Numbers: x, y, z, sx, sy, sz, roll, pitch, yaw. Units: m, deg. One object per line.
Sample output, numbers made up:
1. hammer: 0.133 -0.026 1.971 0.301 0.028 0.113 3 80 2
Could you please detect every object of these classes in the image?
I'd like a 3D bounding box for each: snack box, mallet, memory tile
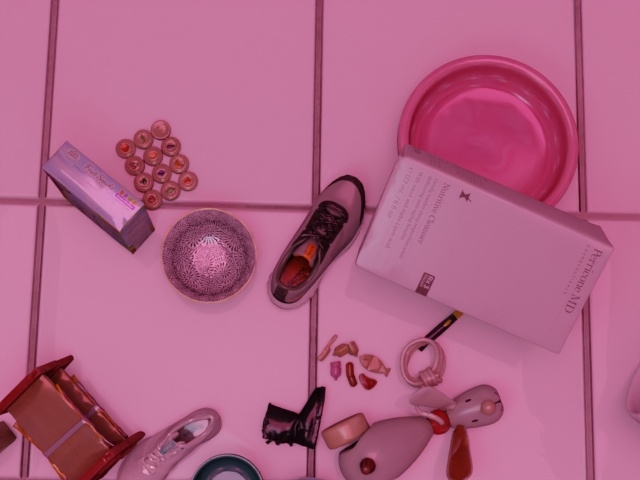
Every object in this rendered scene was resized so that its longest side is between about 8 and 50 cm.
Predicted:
1. snack box: -0.380 -0.070 1.908 0.174 0.207 0.070 39 80 4
2. mallet: 0.255 0.140 1.991 0.062 0.039 0.190 42 85 3
3. memory tile: -0.301 -0.139 2.023 0.113 0.012 0.148 -27 82 -8

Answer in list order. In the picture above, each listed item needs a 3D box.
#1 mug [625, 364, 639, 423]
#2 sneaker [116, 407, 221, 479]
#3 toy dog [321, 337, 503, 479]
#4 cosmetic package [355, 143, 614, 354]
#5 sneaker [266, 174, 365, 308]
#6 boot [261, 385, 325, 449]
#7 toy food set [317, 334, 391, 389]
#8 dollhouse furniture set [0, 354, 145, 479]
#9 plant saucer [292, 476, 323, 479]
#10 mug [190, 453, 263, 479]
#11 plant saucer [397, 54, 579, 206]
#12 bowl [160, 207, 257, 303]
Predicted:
1. mug: 0.757 0.261 1.894 0.328 0.276 0.374 39 50 -1
2. sneaker: -0.265 0.359 1.891 0.212 0.094 0.080 -39 85 -9
3. toy dog: 0.159 0.334 1.878 0.333 0.161 0.220 -44 92 -8
4. cosmetic package: 0.275 0.011 1.881 0.385 0.156 0.217 22 104 2
5. sneaker: 0.000 0.000 1.965 0.100 0.108 0.271 30 78 5
6. boot: -0.047 0.308 1.940 0.099 0.045 0.121 11 77 5
7. toy food set: 0.057 0.226 1.971 0.122 0.019 0.078 37 80 -4
8. dollhouse furniture set: -0.513 0.393 1.868 0.374 0.152 0.201 -43 85 8
9. plant saucer: -0.044 0.494 1.876 0.195 0.037 0.195 -5 100 -33
10. mug: -0.168 0.441 1.879 0.129 0.097 0.158 38 81 4
11. plant saucer: 0.303 -0.172 2.024 0.332 0.084 0.332 1 79 -3
12. bowl: -0.197 0.033 1.962 0.170 0.080 0.170 0 79 -2
